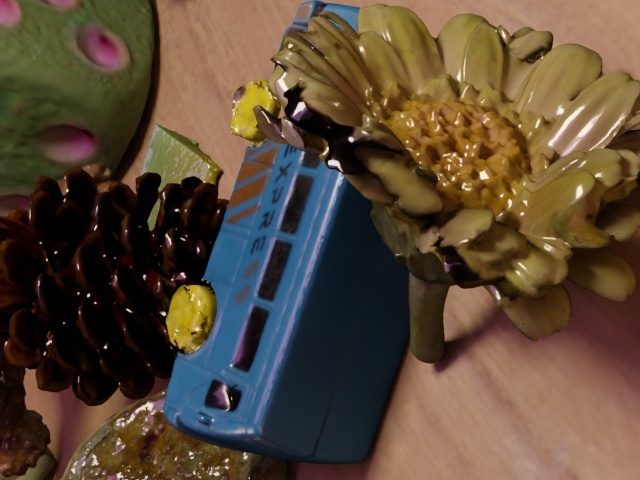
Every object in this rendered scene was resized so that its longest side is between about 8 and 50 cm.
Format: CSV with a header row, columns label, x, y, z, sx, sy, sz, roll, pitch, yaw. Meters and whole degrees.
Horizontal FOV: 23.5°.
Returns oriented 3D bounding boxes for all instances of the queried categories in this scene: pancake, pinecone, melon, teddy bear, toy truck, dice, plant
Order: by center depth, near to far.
label,x,y,z,sx,sy,sz,roll,pitch,yaw
plant,0.067,-0.045,1.090,0.297,0.261,0.305,-43,28,40
toy truck,0.000,0.000,1.283,0.162,0.161,0.384,17,87,52
pancake,-0.138,0.225,1.391,0.254,0.037,0.253,-17,44,17
pinecone,-0.187,0.030,1.503,0.292,0.246,0.246,-17,57,30
melon,-0.158,0.003,1.677,0.114,0.053,0.261,-2,75,40
teddy bear,-0.294,0.086,1.692,0.223,0.246,0.296,-18,48,2
dice,-0.414,-0.216,1.926,0.322,0.330,0.318,-47,36,38

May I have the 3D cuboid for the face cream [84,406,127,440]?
label,x,y,z,sx,sy,sz,roll,pitch,yaw
face cream,-0.157,0.295,1.444,0.173,0.081,0.348,-48,36,25

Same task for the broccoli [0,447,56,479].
label,x,y,z,sx,sy,sz,roll,pitch,yaw
broccoli,-0.424,0.308,1.803,0.243,0.247,0.263,-42,73,-8
